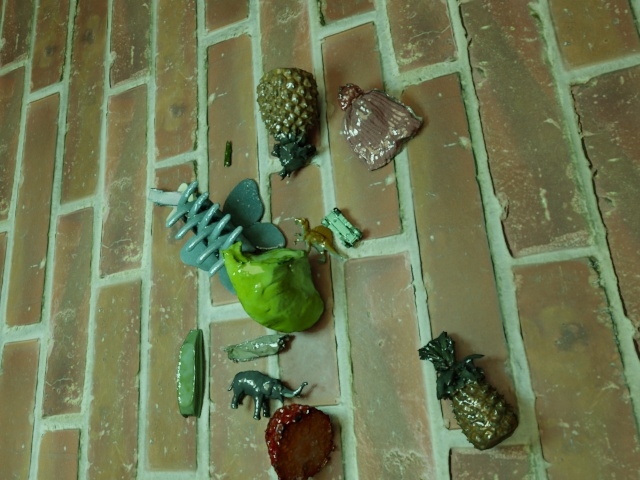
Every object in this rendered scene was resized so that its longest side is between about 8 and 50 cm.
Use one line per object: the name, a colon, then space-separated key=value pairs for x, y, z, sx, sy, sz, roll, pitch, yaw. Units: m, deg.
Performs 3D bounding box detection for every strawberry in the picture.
strawberry: x=-0.091 y=0.559 z=1.470 sx=0.178 sy=0.234 sz=0.233 roll=9 pitch=79 yaw=46

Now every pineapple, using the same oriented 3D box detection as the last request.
pineapple: x=0.384 y=0.379 z=1.356 sx=0.170 sy=0.141 sz=0.310 roll=-41 pitch=57 yaw=13
pineapple: x=-0.099 y=-0.383 z=1.743 sx=0.223 sy=0.223 sz=0.357 roll=-6 pitch=92 yaw=22

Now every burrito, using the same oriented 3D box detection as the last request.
burrito: x=-0.199 y=0.342 z=1.650 sx=0.230 sy=0.058 sz=0.063 roll=-17 pitch=65 yaw=16

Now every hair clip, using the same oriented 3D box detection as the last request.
hair clip: x=-0.545 y=-0.142 z=1.924 sx=0.219 sy=0.071 sz=0.159 roll=6 pitch=84 yaw=30
hair clip: x=-0.330 y=-0.017 z=1.707 sx=0.392 sy=0.238 sz=0.318 roll=-46 pitch=66 yaw=5

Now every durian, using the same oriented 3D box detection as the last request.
durian: x=-0.127 y=0.142 z=1.540 sx=0.256 sy=0.204 sz=0.339 roll=-23 pitch=103 yaw=-22

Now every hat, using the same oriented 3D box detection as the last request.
hat: x=0.161 y=-0.392 z=1.671 sx=0.237 sy=0.107 sz=0.286 roll=-45 pitch=87 yaw=5

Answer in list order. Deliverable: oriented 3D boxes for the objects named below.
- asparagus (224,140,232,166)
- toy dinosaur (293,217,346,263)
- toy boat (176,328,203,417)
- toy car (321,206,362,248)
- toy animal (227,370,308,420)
asparagus: x=-0.344 y=-0.321 z=1.914 sx=0.025 sy=0.021 sz=0.108 roll=-4 pitch=73 yaw=18
toy dinosaur: x=-0.001 y=0.000 z=1.673 sx=0.212 sy=0.057 sz=0.142 roll=10 pitch=60 yaw=13
toy boat: x=-0.437 y=0.440 z=1.721 sx=0.093 sy=0.055 sz=0.292 roll=-7 pitch=73 yaw=19
toy car: x=0.069 y=-0.039 z=1.644 sx=0.073 sy=0.054 sz=0.143 roll=-46 pitch=65 yaw=3
toy animal: x=-0.171 y=0.477 z=1.583 sx=0.270 sy=0.082 sz=0.137 roll=5 pitch=78 yaw=25
